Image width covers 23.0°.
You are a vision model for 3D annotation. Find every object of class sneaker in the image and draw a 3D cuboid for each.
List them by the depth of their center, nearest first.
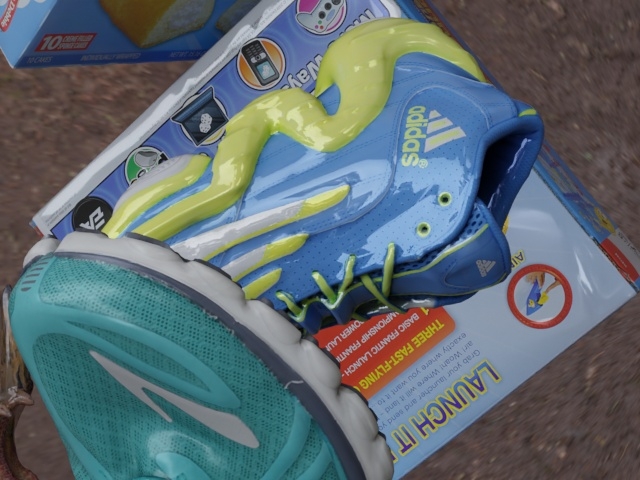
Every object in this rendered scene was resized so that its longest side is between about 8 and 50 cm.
[{"bbox_3d":[-0.030,0.123,0.512,0.107,0.110,0.275,-4,117,36],"label":"sneaker"},{"bbox_3d":[0.000,0.000,0.651,0.126,0.091,0.240,27,65,37],"label":"sneaker"}]

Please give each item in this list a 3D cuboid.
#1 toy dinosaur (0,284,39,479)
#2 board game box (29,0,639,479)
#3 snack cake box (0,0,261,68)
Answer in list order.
[{"bbox_3d":[-0.231,0.048,0.675,0.200,0.295,0.127,-12,46,28],"label":"toy dinosaur"},{"bbox_3d":[0.010,0.003,1.073,0.308,0.086,0.302,-40,84,20],"label":"board game box"},{"bbox_3d":[-0.088,-0.200,1.051,0.152,0.264,0.089,-47,66,36],"label":"snack cake box"}]
